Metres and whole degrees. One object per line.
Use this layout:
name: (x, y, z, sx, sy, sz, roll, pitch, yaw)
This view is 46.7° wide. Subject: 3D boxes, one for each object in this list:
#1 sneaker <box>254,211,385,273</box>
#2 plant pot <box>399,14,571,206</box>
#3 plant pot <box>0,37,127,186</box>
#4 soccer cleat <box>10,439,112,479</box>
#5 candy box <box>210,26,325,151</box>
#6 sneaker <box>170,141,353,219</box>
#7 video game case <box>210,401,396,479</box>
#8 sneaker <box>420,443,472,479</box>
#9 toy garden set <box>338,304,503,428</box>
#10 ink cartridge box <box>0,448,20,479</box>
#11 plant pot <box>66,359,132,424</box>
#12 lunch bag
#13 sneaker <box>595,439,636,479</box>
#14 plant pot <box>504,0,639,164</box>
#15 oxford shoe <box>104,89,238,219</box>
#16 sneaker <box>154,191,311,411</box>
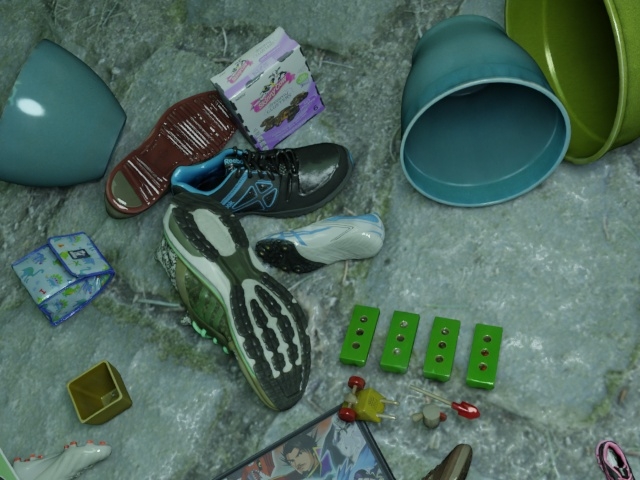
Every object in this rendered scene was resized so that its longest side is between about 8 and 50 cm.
sneaker: (0.000, 0.000, 1.319, 0.237, 0.085, 0.086, -8, 37, 15)
plant pot: (0.261, -0.241, 1.270, 0.271, 0.272, 0.255, -10, 47, 10)
plant pot: (-0.500, -0.223, 1.465, 0.195, 0.290, 0.290, 21, 68, -15)
soccer cleat: (-0.436, 0.389, 1.251, 0.196, 0.068, 0.076, -18, 67, 14)
candy box: (-0.095, -0.277, 1.402, 0.165, 0.196, 0.070, -38, 62, -5)
sneaker: (-0.108, -0.111, 1.358, 0.340, 0.140, 0.125, -17, 59, 4)
video game case: (-0.018, 0.405, 1.112, 0.275, 0.035, 0.248, -31, 46, -1)
sneaker: (0.158, 0.376, 1.096, 0.071, 0.066, 0.188, 23, 72, 26)
toy garden set: (0.151, 0.213, 1.171, 0.244, 0.049, 0.204, 8, 50, 15)
ink cartridge box: (-0.579, 0.490, 1.241, 0.235, 0.056, 0.171, -43, 62, -8)
plant pot: (-0.370, 0.268, 1.277, 0.081, 0.083, 0.081, -33, 62, -1)
lunch bag: (-0.483, 0.062, 1.405, 0.151, 0.096, 0.129, -34, 58, -19)
sneaker: (0.427, 0.338, 1.049, 0.047, 0.057, 0.119, -21, 63, 2)
plant pot: (0.544, -0.350, 1.209, 0.353, 0.366, 0.366, -17, 61, -6)
oxford shoe: (-0.296, -0.171, 1.451, 0.123, 0.130, 0.348, 49, 61, -7)
sneaker: (-0.163, 0.121, 1.287, 0.182, 0.158, 0.410, -45, 69, 40)
